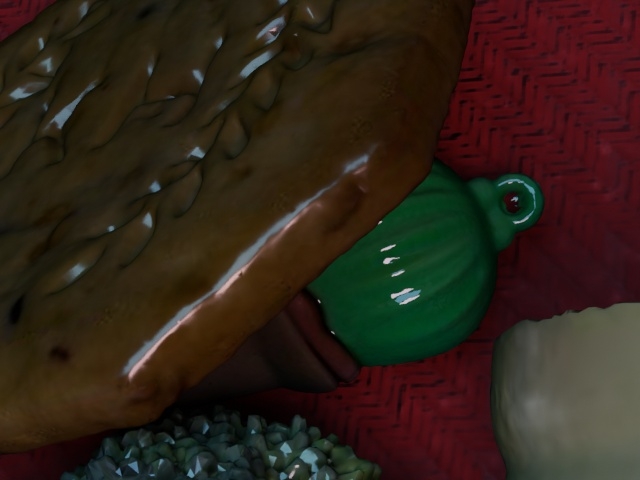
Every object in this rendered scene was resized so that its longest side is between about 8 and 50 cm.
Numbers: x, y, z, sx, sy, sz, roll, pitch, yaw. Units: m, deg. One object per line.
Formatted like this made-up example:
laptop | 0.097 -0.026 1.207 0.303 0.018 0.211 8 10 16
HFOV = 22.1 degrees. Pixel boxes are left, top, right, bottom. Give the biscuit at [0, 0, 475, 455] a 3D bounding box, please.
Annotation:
biscuit | -0.089 -0.045 0.741 0.359 0.046 0.359 -25 33 18

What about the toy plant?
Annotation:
toy plant | 0.000 0.000 0.749 0.200 0.105 0.143 -26 78 -2

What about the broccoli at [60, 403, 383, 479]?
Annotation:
broccoli | -0.068 0.241 0.601 0.302 0.249 0.375 24 74 28

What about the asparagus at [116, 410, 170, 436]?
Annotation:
asparagus | -0.088 0.080 0.791 0.034 0.027 0.236 21 78 20

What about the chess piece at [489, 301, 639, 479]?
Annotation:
chess piece | 0.161 0.248 0.537 0.234 0.234 0.442 0 77 19
